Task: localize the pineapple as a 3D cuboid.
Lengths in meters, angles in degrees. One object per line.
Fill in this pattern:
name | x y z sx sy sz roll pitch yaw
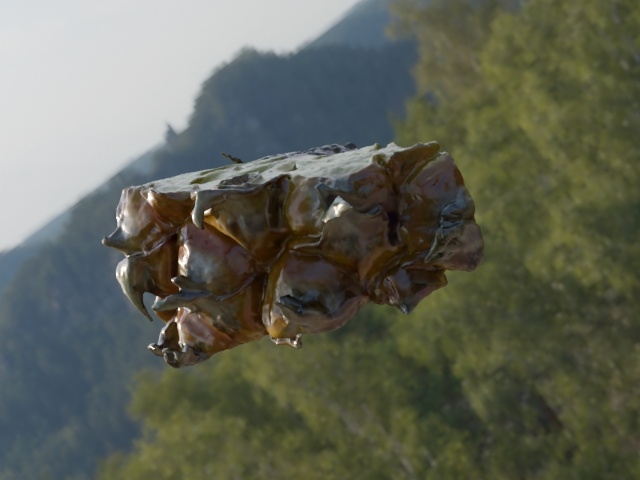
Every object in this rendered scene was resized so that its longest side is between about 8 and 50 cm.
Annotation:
pineapple | 0.000 0.000 0.524 0.137 0.069 0.116 -7 12 28
